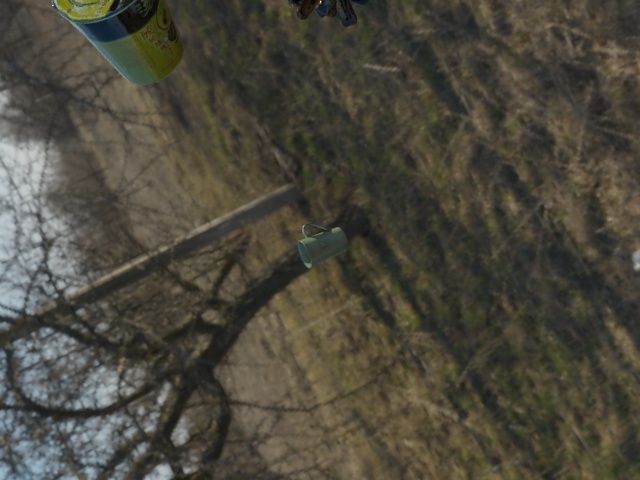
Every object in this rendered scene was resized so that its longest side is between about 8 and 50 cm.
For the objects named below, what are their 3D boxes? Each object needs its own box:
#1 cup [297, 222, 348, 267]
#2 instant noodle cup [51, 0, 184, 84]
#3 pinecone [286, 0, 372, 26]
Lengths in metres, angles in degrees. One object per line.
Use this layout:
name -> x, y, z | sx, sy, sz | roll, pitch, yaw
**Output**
cup -> 0.000, 0.004, 1.590 | 0.075, 0.083, 0.054 | 58, 158, 24
instant noodle cup -> -0.391, -0.444, 1.730 | 0.215, 0.215, 0.236 | 55, 176, 35
pinecone -> 0.035, -0.580, 1.603 | 0.384, 0.384, 0.384 | 59, 168, 21
